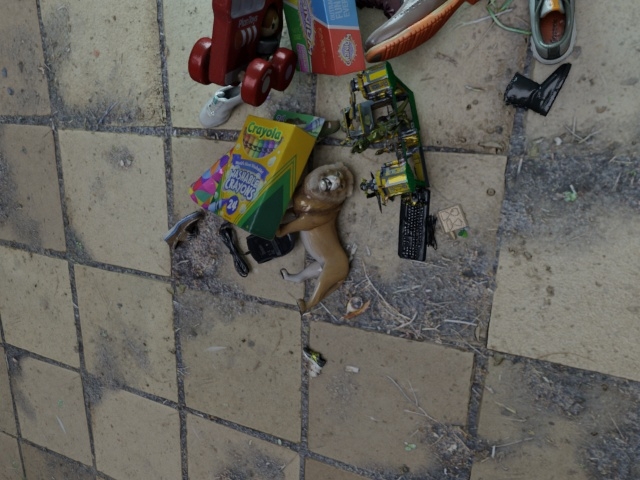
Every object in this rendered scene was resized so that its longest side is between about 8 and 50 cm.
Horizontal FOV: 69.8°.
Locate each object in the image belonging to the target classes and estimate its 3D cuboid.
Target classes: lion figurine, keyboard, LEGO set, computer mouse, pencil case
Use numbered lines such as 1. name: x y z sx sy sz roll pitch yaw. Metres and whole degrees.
1. lion figurine: 0.000 0.000 1.220 0.142 0.241 0.391 40 147 59
2. keyboard: 0.244 -0.039 1.154 0.100 0.038 0.191 6 107 23
3. LEGO set: 0.115 -0.219 1.049 0.192 0.255 0.330 -11 95 27
4. computer mouse: -0.183 -0.017 1.346 0.262 0.060 0.184 -29 90 36
5. pencil case: -0.272 -0.182 1.316 0.236 0.104 0.104 -34 88 29

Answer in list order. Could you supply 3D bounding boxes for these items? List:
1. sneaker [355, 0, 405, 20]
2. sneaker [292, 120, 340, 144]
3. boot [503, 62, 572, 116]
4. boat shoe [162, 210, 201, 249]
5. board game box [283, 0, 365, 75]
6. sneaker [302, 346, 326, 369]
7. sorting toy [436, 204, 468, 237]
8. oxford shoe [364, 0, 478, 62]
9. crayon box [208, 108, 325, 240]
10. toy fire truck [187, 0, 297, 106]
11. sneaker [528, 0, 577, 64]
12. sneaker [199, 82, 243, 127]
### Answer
1. sneaker: 0.125 -0.536 1.039 0.282 0.106 0.162 -10 102 26
2. sneaker: -0.031 -0.264 1.203 0.192 0.064 0.086 2 102 32
3. boot: 0.458 -0.331 0.977 0.099 0.045 0.121 31 113 21
4. boat shoe: -0.425 -0.031 1.451 0.183 0.066 0.066 -32 94 38
5. board game box: -0.009 -0.488 0.983 0.064 0.316 0.242 -18 115 -11
6. sneaker: -0.017 0.349 1.383 0.083 0.031 0.035 44 103 3
7. sorting toy: 0.328 -0.041 1.128 0.062 0.012 0.083 -20 91 23
8. oxford shoe: 0.225 -0.508 0.948 0.364 0.130 0.132 -36 94 3
9. crayon box: -0.141 -0.185 1.141 0.203 0.083 0.322 26 92 44
10. toy fire truck: -0.152 -0.463 1.017 0.170 0.302 0.253 25 129 7
11. sneaker: 0.456 -0.492 0.897 0.101 0.108 0.271 -5 100 27
12. sneaker: -0.274 -0.382 1.265 0.212 0.094 0.080 -26 93 28
